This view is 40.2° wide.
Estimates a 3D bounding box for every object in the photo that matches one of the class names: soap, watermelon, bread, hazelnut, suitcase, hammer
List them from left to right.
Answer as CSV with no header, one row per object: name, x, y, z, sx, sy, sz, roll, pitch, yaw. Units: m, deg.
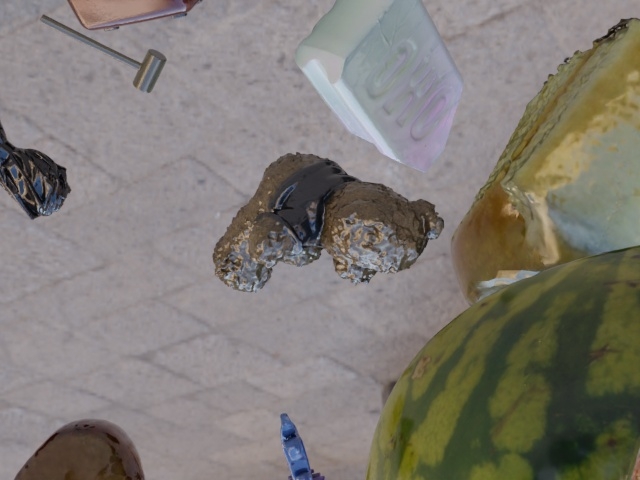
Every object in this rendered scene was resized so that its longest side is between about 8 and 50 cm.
hazelnut,-0.301,0.341,1.133,0.186,0.210,0.210,13,162,35
hammer,-0.191,-0.169,0.766,0.110,0.019,0.035,25,113,-18
suitcase,-0.392,-0.567,1.793,0.297,0.161,0.236,-4,130,25
soap,0.120,-0.270,1.492,0.208,0.115,0.347,-50,141,-5
watermelon,0.101,0.147,0.384,0.159,0.303,0.128,5,-167,-2
bread,0.306,-0.033,1.007,0.239,0.264,0.395,29,160,7

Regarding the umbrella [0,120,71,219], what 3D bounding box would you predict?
umbrella,-0.609,-0.173,1.602,0.340,0.118,0.118,40,136,-15

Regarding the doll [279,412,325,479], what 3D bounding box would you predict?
doll,-0.029,0.364,1.360,0.067,0.206,0.110,-17,-165,-5

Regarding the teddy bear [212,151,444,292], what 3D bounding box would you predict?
teddy bear,-0.007,-0.019,0.820,0.182,0.129,0.251,-27,-165,-40
